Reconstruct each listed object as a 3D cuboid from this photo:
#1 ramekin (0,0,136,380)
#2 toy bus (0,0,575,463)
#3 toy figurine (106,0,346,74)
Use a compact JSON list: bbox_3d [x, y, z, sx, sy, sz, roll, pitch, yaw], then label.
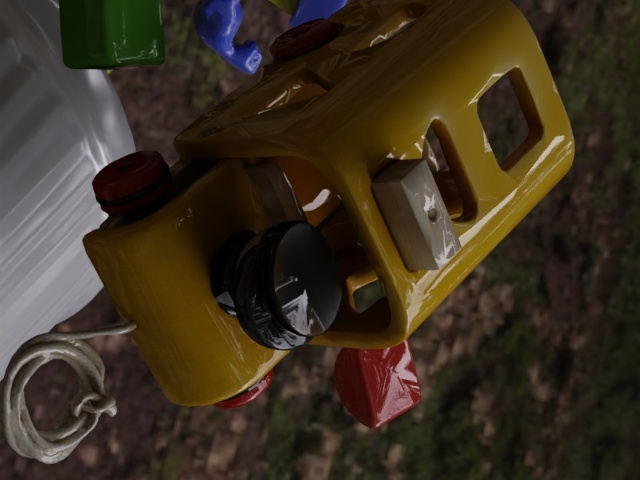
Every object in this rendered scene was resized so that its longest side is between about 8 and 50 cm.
[{"bbox_3d":[-0.220,-0.027,0.600,0.127,0.273,0.273,-61,175,-40],"label":"ramekin"},{"bbox_3d":[0.005,-0.011,0.524,0.104,0.191,0.202,0,-101,47],"label":"toy bus"},{"bbox_3d":[-0.027,-0.195,0.878,0.191,0.217,0.362,-43,-159,57],"label":"toy figurine"}]
